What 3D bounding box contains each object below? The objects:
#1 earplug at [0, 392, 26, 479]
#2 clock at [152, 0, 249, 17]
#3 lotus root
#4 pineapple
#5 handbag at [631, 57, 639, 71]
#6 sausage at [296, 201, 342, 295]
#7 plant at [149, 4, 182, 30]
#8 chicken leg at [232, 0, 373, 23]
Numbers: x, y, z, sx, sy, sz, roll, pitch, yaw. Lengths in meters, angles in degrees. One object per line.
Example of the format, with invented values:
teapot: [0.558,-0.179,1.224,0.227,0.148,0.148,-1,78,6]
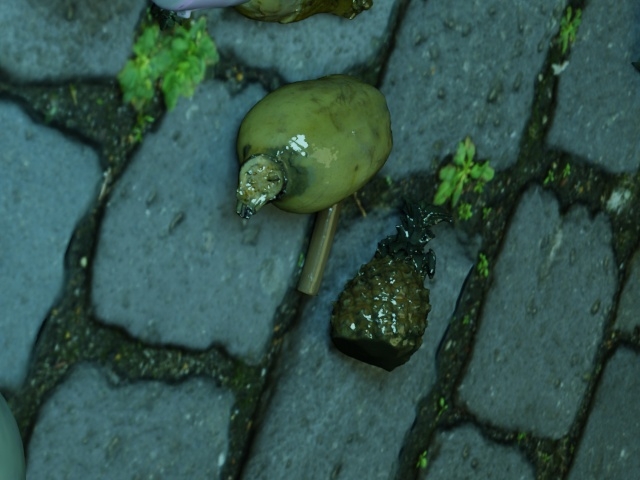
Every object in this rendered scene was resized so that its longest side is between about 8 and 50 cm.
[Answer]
earplug: [-0.406,0.236,1.304,0.394,0.312,0.312,-58,135,-14]
clock: [-0.155,-0.352,1.354,0.113,0.295,0.322,-15,115,-51]
lotus root: [-0.013,-0.092,1.714,0.221,0.125,0.118,-30,149,-40]
pineapple: [0.081,0.039,1.880,0.108,0.108,0.198,43,61,-44]
handbag: [0.550,-0.348,2.158,0.327,0.162,0.325,-12,110,-36]
sausage: [0.000,0.000,1.828,0.026,0.026,0.116,10,96,-46]
plant: [-0.129,-0.242,1.599,0.051,0.051,0.102,-15,125,-41]
chicken leg: [-0.017,-0.258,1.688,0.207,0.085,0.101,3,91,-54]
